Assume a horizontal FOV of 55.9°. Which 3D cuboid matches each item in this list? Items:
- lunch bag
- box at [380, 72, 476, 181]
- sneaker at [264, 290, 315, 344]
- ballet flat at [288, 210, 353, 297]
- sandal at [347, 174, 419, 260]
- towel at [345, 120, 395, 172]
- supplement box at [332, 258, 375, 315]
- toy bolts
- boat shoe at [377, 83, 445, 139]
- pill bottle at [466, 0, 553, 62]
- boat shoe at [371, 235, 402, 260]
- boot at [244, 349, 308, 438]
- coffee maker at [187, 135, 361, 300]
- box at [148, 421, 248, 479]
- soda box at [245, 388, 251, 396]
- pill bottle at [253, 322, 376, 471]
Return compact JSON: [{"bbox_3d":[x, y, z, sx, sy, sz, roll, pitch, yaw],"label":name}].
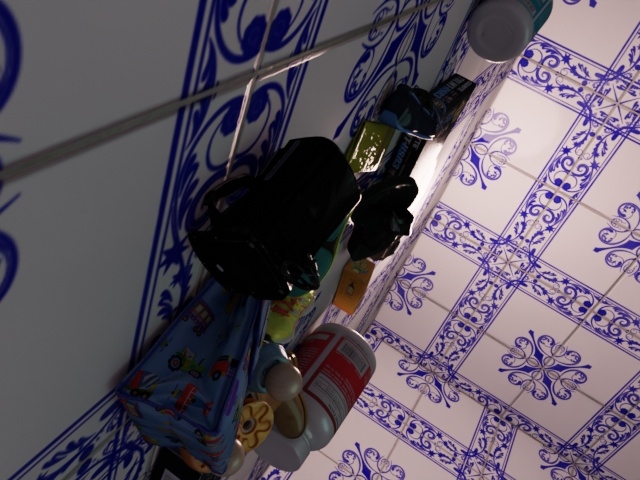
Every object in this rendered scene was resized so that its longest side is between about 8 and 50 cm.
[{"bbox_3d":[-0.137,0.143,0.848,0.221,0.138,0.293,100,12,-57],"label":"lunch bag"},{"bbox_3d":[0.264,-0.253,1.542,0.295,0.073,0.293,-42,160,-50],"label":"box"},{"bbox_3d":[-0.064,0.118,1.150,0.208,0.081,0.094,-50,160,-60],"label":"sneaker"},{"bbox_3d":[0.000,0.000,1.114,0.231,0.077,0.077,-62,-176,10],"label":"ballet flat"},{"bbox_3d":[0.155,-0.027,1.425,0.167,0.107,0.446,-24,162,-6],"label":"sandal"},{"bbox_3d":[0.094,-0.181,1.161,0.102,0.021,0.237,-68,165,15],"label":"towel"},{"bbox_3d":[0.100,0.136,1.825,0.080,0.078,0.233,-52,167,-29],"label":"supplement box"},{"bbox_3d":[-0.107,0.281,0.997,0.218,0.158,0.228,32,84,-42],"label":"toy bolts"},{"bbox_3d":[0.193,-0.251,1.175,0.089,0.109,0.258,-65,169,16],"label":"boat shoe"},{"bbox_3d":[0.459,-0.538,1.427,0.264,0.146,0.146,-48,164,-38],"label":"pill bottle"},{"bbox_3d":[0.222,0.002,1.927,0.112,0.095,0.335,-59,169,-19],"label":"boat shoe"},{"bbox_3d":[-0.118,0.390,1.398,0.269,0.089,0.236,-18,97,-74],"label":"boot"},{"bbox_3d":[-0.030,-0.024,0.687,0.178,0.171,0.120,-52,150,-33],"label":"coffee maker"},{"bbox_3d":[-0.231,0.406,1.126,0.158,0.093,0.156,-36,155,-58],"label":"box"},{"bbox_3d":[-0.138,0.255,1.194,0.058,0.063,0.183,-61,168,11],"label":"soda box"},{"bbox_3d":[-0.024,0.442,1.723,0.407,0.229,0.229,-46,163,-43],"label":"pill bottle"}]
